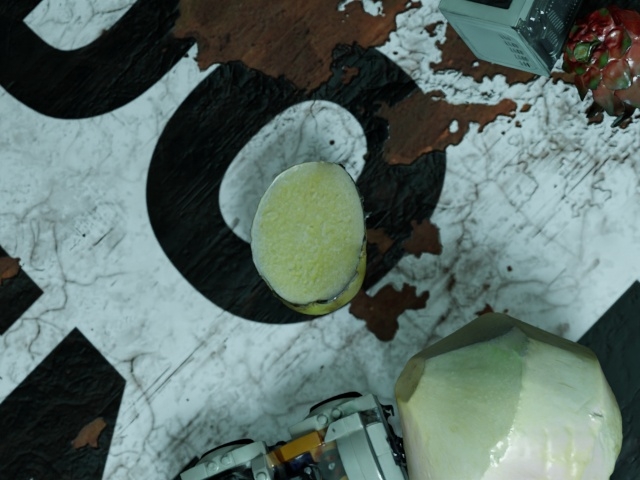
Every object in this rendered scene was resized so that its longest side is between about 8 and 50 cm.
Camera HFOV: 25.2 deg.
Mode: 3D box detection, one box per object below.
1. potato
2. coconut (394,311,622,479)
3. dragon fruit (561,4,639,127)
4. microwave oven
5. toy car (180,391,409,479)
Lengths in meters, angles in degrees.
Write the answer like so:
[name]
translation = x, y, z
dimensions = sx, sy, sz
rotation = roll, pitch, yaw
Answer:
[potato]
translation = 0.000, 0.000, 1.822
dimensions = 0.164, 0.081, 0.200
rotation = -11, 70, 18
[coconut]
translation = 0.203, 0.202, 1.633
dimensions = 0.259, 0.259, 0.259
rotation = -3, 74, 12
[dragon fruit]
translation = 0.368, -0.224, 1.774
dimensions = 0.121, 0.130, 0.142
rotation = -36, 110, -6
[microwave oven]
translation = 0.264, -0.336, 1.800
dimensions = 0.122, 0.162, 0.208
rotation = 20, 81, 34
[toy car]
translation = -0.032, 0.312, 1.726
dimensions = 0.301, 0.118, 0.193
rotation = -22, 74, 8
